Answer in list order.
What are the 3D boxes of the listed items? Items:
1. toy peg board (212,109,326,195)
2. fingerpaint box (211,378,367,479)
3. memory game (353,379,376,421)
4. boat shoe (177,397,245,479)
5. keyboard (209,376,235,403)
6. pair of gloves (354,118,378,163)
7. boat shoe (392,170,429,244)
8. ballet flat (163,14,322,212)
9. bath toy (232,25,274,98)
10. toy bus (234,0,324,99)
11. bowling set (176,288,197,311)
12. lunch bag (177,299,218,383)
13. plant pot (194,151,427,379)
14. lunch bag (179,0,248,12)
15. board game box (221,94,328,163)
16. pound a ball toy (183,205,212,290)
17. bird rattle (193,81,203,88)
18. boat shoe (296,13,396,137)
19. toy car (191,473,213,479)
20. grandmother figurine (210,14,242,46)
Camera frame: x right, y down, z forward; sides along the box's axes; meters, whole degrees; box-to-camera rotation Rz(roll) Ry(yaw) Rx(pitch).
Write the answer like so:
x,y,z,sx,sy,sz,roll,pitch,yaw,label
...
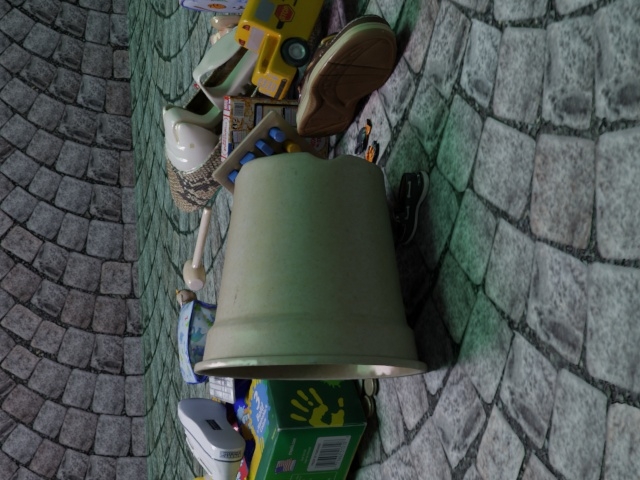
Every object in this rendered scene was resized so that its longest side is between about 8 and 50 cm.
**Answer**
x,y,z,sx,sy,sz,roll,pitch,yaw,label
-0.073,-0.115,1.781,0.161,0.161,0.079,-48,24,-1,toy peg board
-0.084,0.334,1.872,0.371,0.163,0.444,-108,25,-44,fingerpaint box
0.058,0.233,1.728,0.186,0.012,0.186,180,90,-69,memory game
-0.205,0.360,1.825,0.258,0.095,0.084,-141,58,-69,boat shoe
-0.188,0.264,1.906,0.256,0.014,0.072,160,113,-74,keyboard
0.075,-0.152,1.685,0.074,0.010,0.083,112,152,-45,pair of gloves
0.126,-0.048,1.503,0.046,0.038,0.125,-114,31,-46,boat shoe
-0.188,-0.269,1.901,0.164,0.182,0.482,46,108,29,ballet flat
-0.112,-0.280,2.050,0.129,0.151,0.348,33,-137,-61,bath toy
-0.050,-0.417,1.739,0.108,0.130,0.332,137,155,-72,toy bus
-0.149,0.178,2.131,0.287,0.200,0.154,52,-174,-30,bowling set
-0.223,0.194,1.895,0.129,0.096,0.151,151,130,-72,lunch bag
-0.014,0.043,1.483,0.334,0.334,0.305,152,120,-67,plant pot
-0.161,-0.527,1.994,0.303,0.243,0.114,178,91,-71,lunch bag
-0.081,-0.186,1.846,0.045,0.194,0.146,-149,62,-67,board game box
-0.139,0.001,1.975,0.135,0.208,0.319,-103,24,-43,pound a ball toy
-0.247,-0.267,2.413,0.253,0.143,0.206,-117,17,-57,bird rattle
0.028,-0.290,1.666,0.342,0.123,0.123,124,141,-66,boat shoe
-0.125,0.518,2.045,0.225,0.239,0.053,39,126,28,toy car
-0.176,-0.306,2.209,0.208,0.104,0.342,13,-111,-71,grandmother figurine
